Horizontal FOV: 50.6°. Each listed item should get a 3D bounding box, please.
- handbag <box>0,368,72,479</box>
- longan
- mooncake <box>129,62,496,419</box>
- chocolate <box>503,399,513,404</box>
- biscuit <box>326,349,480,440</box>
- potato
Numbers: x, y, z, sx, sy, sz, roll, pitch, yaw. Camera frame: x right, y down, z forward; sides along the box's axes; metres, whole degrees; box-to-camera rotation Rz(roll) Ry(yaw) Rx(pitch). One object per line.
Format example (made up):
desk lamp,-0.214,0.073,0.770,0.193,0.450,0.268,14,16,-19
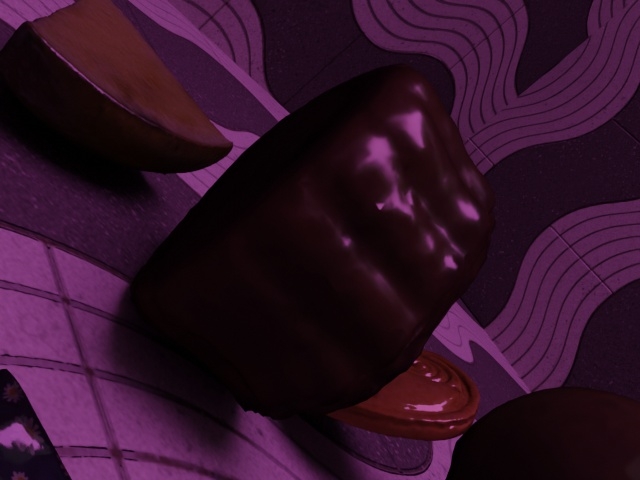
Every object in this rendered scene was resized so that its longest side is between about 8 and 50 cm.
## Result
handbag,-0.157,0.117,0.247,0.115,0.072,0.139,54,16,14
longan,0.269,0.320,0.658,0.361,0.361,0.361,47,11,-12
mooncake,0.000,0.000,0.615,0.187,0.324,0.324,50,10,-16
chocolate,0.447,0.456,1.415,0.303,0.100,0.185,35,29,-45
biscuit,0.051,0.134,0.756,0.202,0.044,0.289,4,16,-25
potato,-0.253,-0.165,0.715,0.269,0.112,0.255,48,14,5
